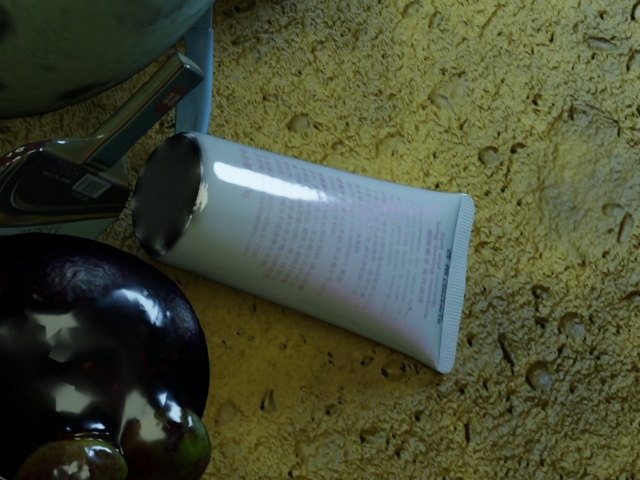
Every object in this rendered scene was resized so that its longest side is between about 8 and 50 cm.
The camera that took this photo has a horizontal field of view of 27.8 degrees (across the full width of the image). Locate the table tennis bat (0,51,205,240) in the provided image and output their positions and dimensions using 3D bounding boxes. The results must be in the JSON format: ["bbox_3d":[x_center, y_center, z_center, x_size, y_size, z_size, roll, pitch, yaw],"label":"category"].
[{"bbox_3d":[-0.215,-0.049,1.097,0.301,0.173,0.022,-40,63,12],"label":"table tennis bat"}]

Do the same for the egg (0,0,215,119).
[{"bbox_3d":[-0.243,-0.279,1.036,0.345,0.428,0.345,40,39,-42],"label":"egg"}]

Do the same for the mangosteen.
[{"bbox_3d":[-0.221,0.141,1.064,0.287,0.233,0.288,6,76,-24],"label":"mangosteen"}]

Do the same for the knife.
[{"bbox_3d":[-0.118,-0.207,1.200,0.044,0.019,0.313,8,106,8],"label":"knife"}]

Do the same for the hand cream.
[{"bbox_3d":[0.000,0.000,1.218,0.358,0.118,0.186,18,72,-32],"label":"hand cream"}]
